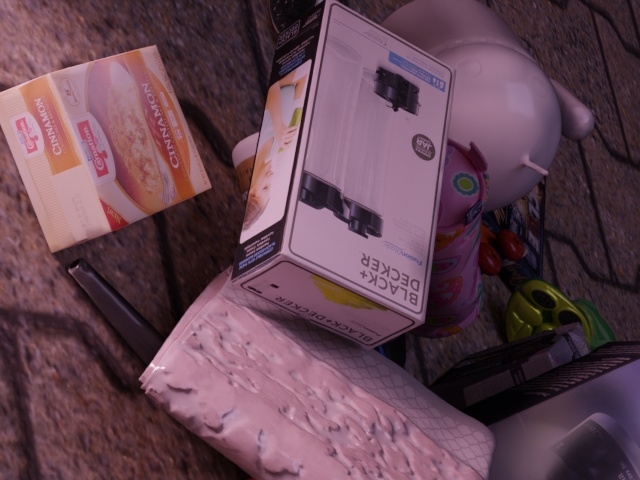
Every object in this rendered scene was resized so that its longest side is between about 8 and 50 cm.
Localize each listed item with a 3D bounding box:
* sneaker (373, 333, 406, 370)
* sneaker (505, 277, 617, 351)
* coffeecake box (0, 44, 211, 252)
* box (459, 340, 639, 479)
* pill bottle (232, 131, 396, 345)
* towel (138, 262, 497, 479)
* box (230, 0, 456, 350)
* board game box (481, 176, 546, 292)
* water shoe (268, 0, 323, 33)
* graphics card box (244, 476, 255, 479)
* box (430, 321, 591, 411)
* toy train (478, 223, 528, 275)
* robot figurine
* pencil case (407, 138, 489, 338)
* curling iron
[{"bbox_3d":[0.041,0.064,1.881,0.090,0.081,0.232,38,43,-62],"label":"sneaker"},{"bbox_3d":[0.323,0.131,2.361,0.295,0.109,0.123,43,19,-44],"label":"sneaker"},{"bbox_3d":[-0.188,-0.083,1.545,0.185,0.068,0.142,-30,100,-63],"label":"coffeecake box"},{"bbox_3d":[0.271,0.295,1.871,0.296,0.294,0.183,69,-16,-2],"label":"box"},{"bbox_3d":[0.000,0.000,1.774,0.131,0.131,0.229,2,71,-62],"label":"pill bottle"},{"bbox_3d":[0.014,0.160,1.558,0.332,0.053,0.317,36,19,-3],"label":"towel"},{"bbox_3d":[0.027,-0.063,1.669,0.169,0.087,0.290,27,56,-27],"label":"box"},{"bbox_3d":[0.249,-0.066,2.393,0.165,0.042,0.243,50,33,-35],"label":"board game box"},{"bbox_3d":[-0.011,-0.298,2.021,0.080,0.073,0.203,41,39,-49],"label":"water shoe"},{"bbox_3d":[0.068,0.362,1.704,0.233,0.094,0.371,-25,96,-64],"label":"graphics card box"},{"bbox_3d":[0.261,0.245,2.068,0.142,0.163,0.247,-30,99,-63],"label":"box"},{"bbox_3d":[0.173,-0.016,2.166,0.143,0.105,0.248,57,26,4],"label":"toy train"},{"bbox_3d":[0.159,-0.158,2.037,0.353,0.300,0.200,-108,-161,-63],"label":"robot figurine"},{"bbox_3d":[0.125,0.000,1.906,0.284,0.124,0.124,85,1,-61],"label":"pencil case"},{"bbox_3d":[-0.133,0.109,1.563,0.274,0.035,0.068,45,14,-32],"label":"curling iron"}]
